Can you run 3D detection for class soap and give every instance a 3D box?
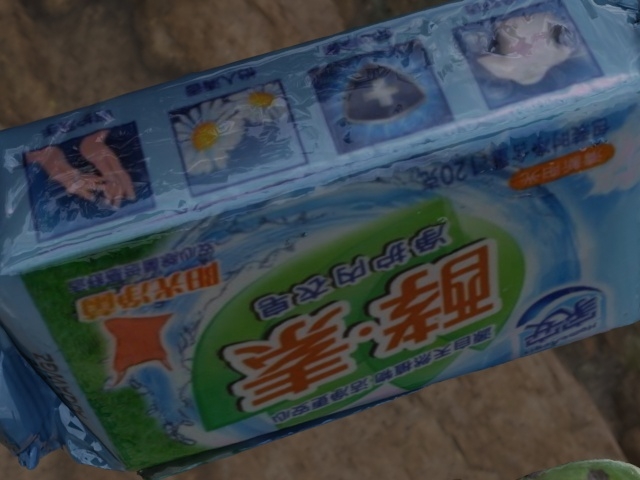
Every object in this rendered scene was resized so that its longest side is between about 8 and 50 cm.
[{"bbox_3d":[0.000,0.000,0.532,0.156,0.293,0.077,73,-1,-51],"label":"soap"}]

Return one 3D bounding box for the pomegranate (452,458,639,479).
[{"bbox_3d":[0.110,0.181,0.735,0.143,0.169,0.122,-13,81,-31],"label":"pomegranate"}]
